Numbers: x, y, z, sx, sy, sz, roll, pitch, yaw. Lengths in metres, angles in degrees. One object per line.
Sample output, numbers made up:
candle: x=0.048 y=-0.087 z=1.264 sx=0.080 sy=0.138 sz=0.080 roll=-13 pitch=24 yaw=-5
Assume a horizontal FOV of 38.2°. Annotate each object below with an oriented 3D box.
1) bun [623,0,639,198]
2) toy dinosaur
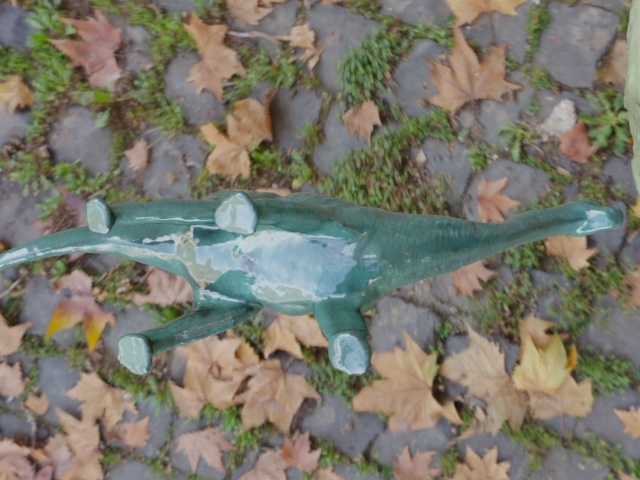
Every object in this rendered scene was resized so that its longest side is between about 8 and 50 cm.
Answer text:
bun: x=0.256 y=-0.092 z=0.579 sx=0.221 sy=0.108 sz=0.221 roll=-2 pitch=93 yaw=-42
toy dinosaur: x=0.000 y=0.000 z=0.712 sx=0.384 sy=0.331 sz=0.129 roll=5 pitch=104 yaw=33
